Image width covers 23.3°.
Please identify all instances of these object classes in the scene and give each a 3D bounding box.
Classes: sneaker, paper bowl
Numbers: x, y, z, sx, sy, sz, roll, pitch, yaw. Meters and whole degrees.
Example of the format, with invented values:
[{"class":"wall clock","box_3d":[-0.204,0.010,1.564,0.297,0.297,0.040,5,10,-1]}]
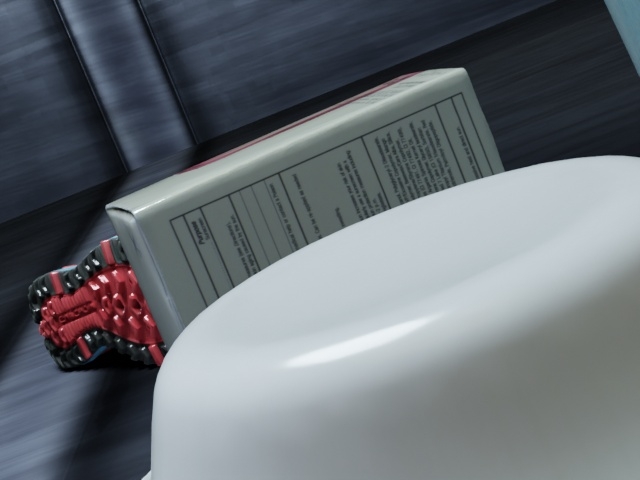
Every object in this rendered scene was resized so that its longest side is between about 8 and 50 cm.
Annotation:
[{"class":"sneaker","box_3d":[-0.133,0.032,1.251,0.125,0.104,0.262,-27,11,-35]},{"class":"paper bowl","box_3d":[0.056,0.070,0.540,0.284,0.148,0.284,-20,11,4]}]

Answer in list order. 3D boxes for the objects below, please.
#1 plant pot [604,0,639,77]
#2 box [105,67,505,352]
[{"class":"plant pot","box_3d":[0.292,-0.147,0.924,0.248,0.247,0.252,-23,-6,-4]},{"class":"box","box_3d":[0.000,0.000,1.003,0.232,0.148,0.127,-24,10,-13]}]
